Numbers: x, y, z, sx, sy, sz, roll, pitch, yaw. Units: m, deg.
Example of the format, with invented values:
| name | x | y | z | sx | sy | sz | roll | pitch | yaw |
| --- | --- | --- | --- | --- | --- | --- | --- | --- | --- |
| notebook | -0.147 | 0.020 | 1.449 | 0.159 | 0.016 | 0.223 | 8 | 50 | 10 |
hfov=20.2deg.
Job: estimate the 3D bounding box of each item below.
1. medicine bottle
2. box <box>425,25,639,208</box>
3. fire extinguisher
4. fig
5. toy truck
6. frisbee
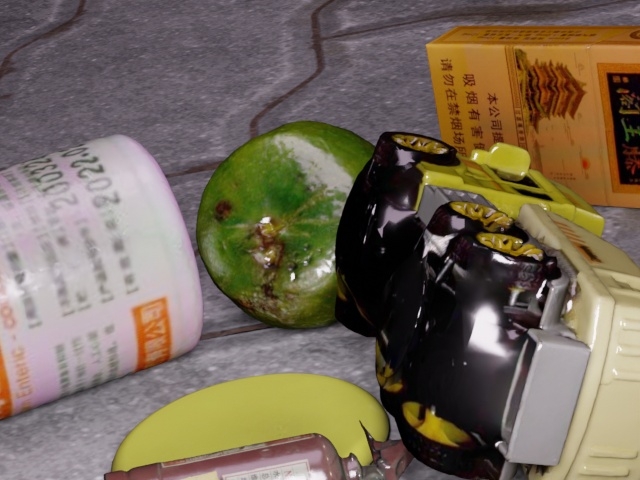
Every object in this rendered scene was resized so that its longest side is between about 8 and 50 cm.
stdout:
| name | x | y | z | sx | sy | sz | roll | pitch | yaw |
| --- | --- | --- | --- | --- | --- | --- | --- | --- | --- |
| medicine bottle | -0.317 | 0.056 | 1.594 | 0.388 | 0.219 | 0.219 | -17 | 22 | -19 |
| box | 0.252 | -0.130 | 1.843 | 0.274 | 0.174 | 0.076 | 5 | 28 | 36 |
| fire extinguisher | -0.035 | 0.171 | 1.337 | 0.252 | 0.075 | 0.106 | -11 | 49 | -6 |
| fig | 0.000 | 0.000 | 1.719 | 0.203 | 0.203 | 0.235 | -3 | -17 | 20 |
| toy truck | 0.156 | 0.052 | 1.407 | 0.254 | 0.181 | 0.405 | 11 | 16 | -15 |
| frisbee | -0.059 | 0.165 | 1.470 | 0.236 | 0.017 | 0.236 | -9 | 21 | 4 |
